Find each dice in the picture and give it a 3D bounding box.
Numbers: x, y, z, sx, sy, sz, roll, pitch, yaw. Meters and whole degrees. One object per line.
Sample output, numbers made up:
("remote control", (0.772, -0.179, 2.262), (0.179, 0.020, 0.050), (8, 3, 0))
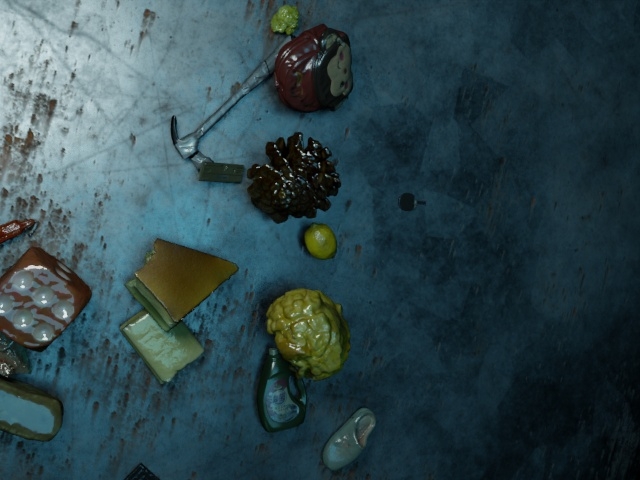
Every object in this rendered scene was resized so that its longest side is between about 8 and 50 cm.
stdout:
("dice", (-0.622, 0.126, 1.446), (0.175, 0.179, 0.174), (44, 79, -15))

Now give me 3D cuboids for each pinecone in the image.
("pinecone", (-0.062, -0.156, 1.633), (0.228, 0.202, 0.202), (16, 64, -1))

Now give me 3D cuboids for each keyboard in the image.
("keyboard", (-0.243, -0.167, 1.623), (0.129, 0.015, 0.049), (-2, 115, -46))
("keyboard", (-0.401, 0.645, 1.653), (0.061, 0.013, 0.204), (-45, 108, -12))

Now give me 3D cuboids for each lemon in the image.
("lemon", (0.000, 0.000, 1.721), (0.082, 0.082, 0.111), (-33, 111, -15))

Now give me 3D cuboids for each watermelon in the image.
("watermelon", (-0.726, 0.243, 1.467), (0.155, 0.080, 0.101), (16, 100, 0))

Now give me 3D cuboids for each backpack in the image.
("backpack", (-0.021, -0.422, 1.644), (0.229, 0.139, 0.229), (-25, 133, -30))

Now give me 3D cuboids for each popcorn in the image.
("popcorn", (-0.090, -0.558, 1.662), (0.083, 0.060, 0.068), (-31, 135, 8))
("popcorn", (-0.030, 0.228, 1.663), (0.189, 0.250, 0.250), (-15, 101, 15))

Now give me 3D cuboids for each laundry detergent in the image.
("laundry detergent", (-0.103, 0.384, 1.723), (0.137, 0.063, 0.211), (-7, 94, -24))

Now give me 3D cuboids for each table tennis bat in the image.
("table tennis bat", (0.257, -0.108, 1.849), (0.083, 0.007, 0.050), (1, 93, -19))

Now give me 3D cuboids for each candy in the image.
("candy", (-0.695, 0.369, 1.476), (0.233, 0.104, 0.102), (26, 80, -21))

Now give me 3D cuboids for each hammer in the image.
("hammer", (-0.197, -0.357, 1.645), (0.427, 0.044, 0.152), (-45, 107, -13))

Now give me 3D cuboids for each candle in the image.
("candle", (-0.712, -0.009, 1.471), (0.162, 0.053, 0.048), (-25, 108, -20))

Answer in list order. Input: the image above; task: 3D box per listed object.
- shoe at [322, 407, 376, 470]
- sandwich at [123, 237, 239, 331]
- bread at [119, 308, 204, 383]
("shoe", (0.087, 0.547, 1.797), (0.079, 0.078, 0.195), (46, 74, -18))
("sandwich", (-0.336, 0.077, 1.574), (0.186, 0.108, 0.220), (50, 54, -3))
("bread", (-0.385, 0.243, 1.605), (0.139, 0.060, 0.178), (-39, 106, -14))
